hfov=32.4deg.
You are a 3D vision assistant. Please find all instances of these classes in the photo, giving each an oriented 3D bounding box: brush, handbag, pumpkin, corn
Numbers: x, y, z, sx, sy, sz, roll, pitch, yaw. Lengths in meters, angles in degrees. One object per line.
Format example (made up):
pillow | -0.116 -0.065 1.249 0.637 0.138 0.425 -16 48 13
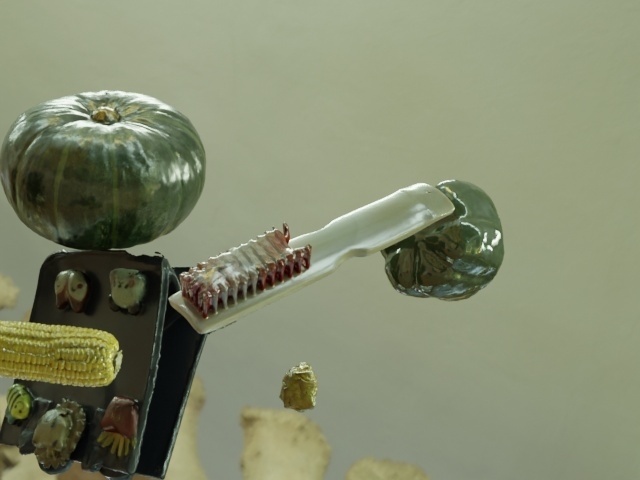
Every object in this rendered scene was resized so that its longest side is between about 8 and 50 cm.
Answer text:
brush | 0.000 0.000 1.082 0.060 0.321 0.050 40 -39 36
handbag | -0.312 0.176 1.562 0.303 0.329 0.122 0 -20 42
pumpkin | -0.314 -0.099 1.615 0.300 0.300 0.207 16 -60 28
corn | -0.328 0.126 1.250 0.203 0.072 0.072 7 -52 -5

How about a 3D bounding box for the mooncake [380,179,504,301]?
mooncake | 0.161 0.000 1.492 0.168 0.104 0.175 38 -68 48

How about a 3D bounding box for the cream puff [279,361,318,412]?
cream puff | -0.038 0.258 1.936 0.083 0.058 0.083 -60 -148 22
